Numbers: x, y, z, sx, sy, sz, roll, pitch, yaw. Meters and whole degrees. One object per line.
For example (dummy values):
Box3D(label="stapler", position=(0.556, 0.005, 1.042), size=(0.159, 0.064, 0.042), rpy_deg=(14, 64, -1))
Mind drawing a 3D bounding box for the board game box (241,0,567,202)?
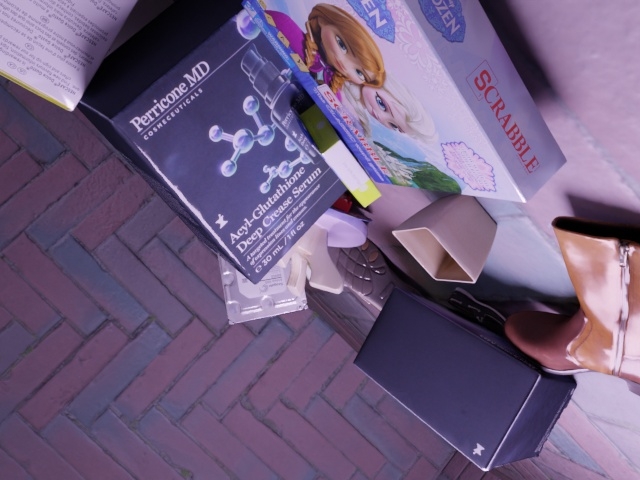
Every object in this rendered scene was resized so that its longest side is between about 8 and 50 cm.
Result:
Box3D(label="board game box", position=(0.065, -0.193, 0.524), size=(0.319, 0.066, 0.318), rpy_deg=(49, 172, -20))

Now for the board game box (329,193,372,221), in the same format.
Box3D(label="board game box", position=(0.035, -0.087, 0.976), size=(0.133, 0.033, 0.168), rpy_deg=(10, -165, -47))

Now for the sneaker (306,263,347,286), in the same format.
Box3D(label="sneaker", position=(0.000, 0.000, 1.259), size=(0.181, 0.158, 0.410), rpy_deg=(10, 151, 42))

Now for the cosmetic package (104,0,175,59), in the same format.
Box3D(label="cosmetic package", position=(-0.406, -0.437, 0.941), size=(0.365, 0.197, 0.155), rpy_deg=(45, 166, -9))

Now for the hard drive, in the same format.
Box3D(label="hard drive", position=(-0.182, 0.060, 1.376), size=(0.064, 0.236, 0.340), rpy_deg=(119, 141, -78))

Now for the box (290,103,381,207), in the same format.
Box3D(label="box", position=(0.028, -0.141, 0.758), size=(0.178, 0.042, 0.109), rpy_deg=(43, -164, -49))

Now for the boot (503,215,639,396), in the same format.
Box3D(label="boot", position=(0.331, 0.085, 0.597), size=(0.264, 0.096, 0.281), rpy_deg=(26, 157, 53))

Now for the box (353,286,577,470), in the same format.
Box3D(label="box", position=(0.278, 0.251, 0.881), size=(0.296, 0.183, 0.294), rpy_deg=(31, -175, 41))

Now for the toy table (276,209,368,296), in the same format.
Box3D(label="toy table", position=(-0.047, 0.013, 1.045), size=(0.274, 0.161, 0.252), rpy_deg=(9, 155, 25))

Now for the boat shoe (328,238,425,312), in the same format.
Box3D(label="boat shoe", position=(0.130, 0.101, 1.170), size=(0.324, 0.123, 0.116), rpy_deg=(48, 174, 6))

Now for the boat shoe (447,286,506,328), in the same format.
Box3D(label="boat shoe", position=(0.313, 0.142, 0.929), size=(0.125, 0.038, 0.046), rpy_deg=(36, 165, 29))

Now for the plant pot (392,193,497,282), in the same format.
Box3D(label="plant pot", position=(0.194, -0.011, 0.695), size=(0.109, 0.096, 0.109), rpy_deg=(46, 166, -11))

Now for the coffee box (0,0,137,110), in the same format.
Box3D(label="coffee box", position=(-0.446, -0.426, 0.602), size=(0.337, 0.335, 0.338), rpy_deg=(32, -179, 42))

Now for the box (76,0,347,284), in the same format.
Box3D(label="box", position=(-0.156, -0.172, 0.801), size=(0.211, 0.293, 0.396), rpy_deg=(31, 162, 41))
